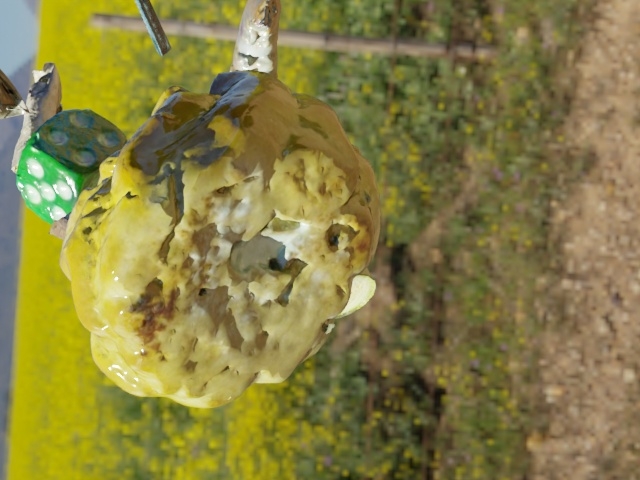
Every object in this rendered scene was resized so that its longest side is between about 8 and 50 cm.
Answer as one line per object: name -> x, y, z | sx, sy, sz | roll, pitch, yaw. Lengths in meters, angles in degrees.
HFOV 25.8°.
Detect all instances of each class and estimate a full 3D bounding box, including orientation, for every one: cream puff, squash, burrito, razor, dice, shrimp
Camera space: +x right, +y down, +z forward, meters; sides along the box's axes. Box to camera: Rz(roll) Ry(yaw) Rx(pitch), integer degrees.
cream puff -> -0.118, -0.018, 1.361 | 0.257, 0.291, 0.324 | 39, 104, 50
squash -> 0.000, 0.000, 1.919 | 0.094, 0.094, 0.224 | 105, 151, -44
burrito -> -0.447, -0.187, 2.230 | 0.087, 0.060, 0.226 | 126, 154, -50
razor -> -0.231, -0.307, 1.761 | 0.033, 0.066, 0.190 | 29, 154, 40
dice -> -0.348, -0.101, 1.969 | 0.128, 0.120, 0.131 | -45, -16, -41
shrimp -> -0.070, -0.207, 1.660 | 0.287, 0.068, 0.185 | 108, 165, -48

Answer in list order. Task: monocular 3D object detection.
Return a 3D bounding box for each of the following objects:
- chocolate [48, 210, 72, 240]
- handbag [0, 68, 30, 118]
chocolate -> -0.203, 0.011, 1.717 | 0.329, 0.102, 0.065 | 16, 109, 40
handbag -> -0.576, -0.262, 2.129 | 0.117, 0.270, 0.182 | -60, -3, 7
